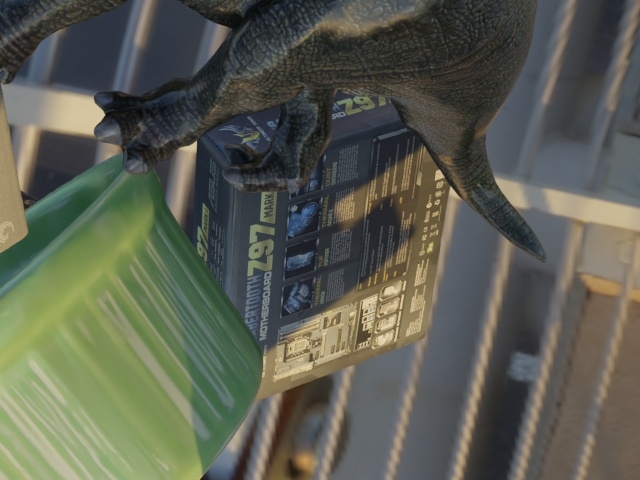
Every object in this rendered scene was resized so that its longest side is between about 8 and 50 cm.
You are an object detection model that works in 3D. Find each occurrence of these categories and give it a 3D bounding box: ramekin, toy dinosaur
[{"bbox_3d":[-0.178,0.097,0.918,0.303,0.303,0.148,-32,103,24],"label":"ramekin"},{"bbox_3d":[-0.010,-0.093,0.494,0.160,0.121,0.313,-34,108,28],"label":"toy dinosaur"}]

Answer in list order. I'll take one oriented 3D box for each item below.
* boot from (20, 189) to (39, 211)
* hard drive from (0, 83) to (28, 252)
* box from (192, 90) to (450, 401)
[{"bbox_3d":[-0.352,0.067,1.341,0.377,0.138,0.284,25,108,36],"label":"boot"},{"bbox_3d":[-0.169,-0.040,0.652,0.022,0.094,0.135,21,131,32],"label":"hard drive"},{"bbox_3d":[0.000,0.000,1.148,0.059,0.183,0.232,47,146,39],"label":"box"}]
